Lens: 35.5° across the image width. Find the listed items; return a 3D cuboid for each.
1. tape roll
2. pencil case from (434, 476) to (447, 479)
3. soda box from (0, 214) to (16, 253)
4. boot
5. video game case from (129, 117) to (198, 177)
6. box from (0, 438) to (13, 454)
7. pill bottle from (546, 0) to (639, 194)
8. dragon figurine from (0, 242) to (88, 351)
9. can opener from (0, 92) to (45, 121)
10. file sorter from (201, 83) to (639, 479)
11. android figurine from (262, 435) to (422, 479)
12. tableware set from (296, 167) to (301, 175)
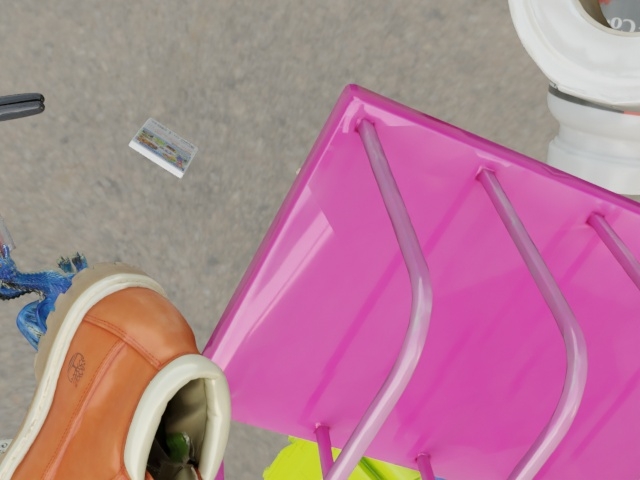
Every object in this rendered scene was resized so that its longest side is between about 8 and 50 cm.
[{"bbox_3d":[0.338,-0.273,1.021,0.286,0.100,0.286,1,91,32],"label":"tape roll"},{"bbox_3d":[0.105,0.206,1.404,0.133,0.119,0.306,-38,101,25],"label":"pencil case"},{"bbox_3d":[-0.637,-0.077,1.751,0.083,0.092,0.263,-15,109,14],"label":"soda box"},{"bbox_3d":[-0.081,0.096,0.377,0.059,0.084,0.158,3,110,-43],"label":"boot"},{"bbox_3d":[-0.227,-0.136,1.459,0.087,0.122,0.011,33,110,-10],"label":"video game case"},{"bbox_3d":[-0.551,0.354,1.395,0.275,0.094,0.113,-4,124,5],"label":"box"},{"bbox_3d":[0.444,-0.263,1.438,0.210,0.210,0.363,4,109,-6],"label":"pill bottle"},{"bbox_3d":[-0.367,0.113,1.401,0.144,0.085,0.289,-43,114,-38],"label":"dragon figurine"},{"bbox_3d":[-0.528,-0.206,1.576,0.186,0.073,0.059,-2,48,-7],"label":"can opener"},{"bbox_3d":[0.107,0.097,0.488,0.290,0.182,0.202,19,118,-19],"label":"file sorter"},{"bbox_3d":[0.021,0.347,1.222,0.273,0.056,0.248,40,103,40],"label":"android figurine"},{"bbox_3d":[0.000,0.000,1.325,0.128,0.039,0.194,10,92,31],"label":"tableware set"}]
